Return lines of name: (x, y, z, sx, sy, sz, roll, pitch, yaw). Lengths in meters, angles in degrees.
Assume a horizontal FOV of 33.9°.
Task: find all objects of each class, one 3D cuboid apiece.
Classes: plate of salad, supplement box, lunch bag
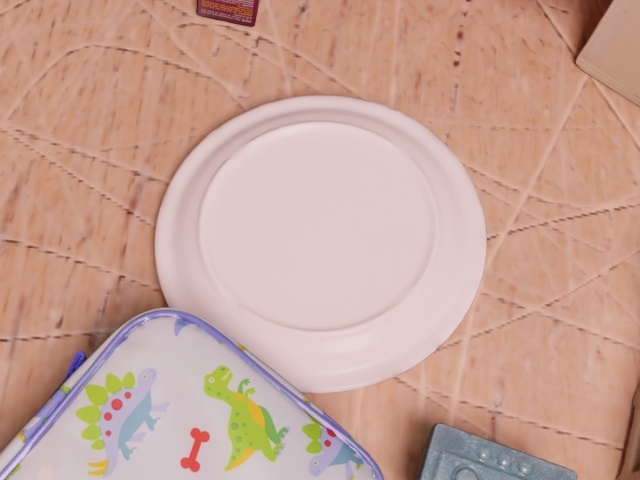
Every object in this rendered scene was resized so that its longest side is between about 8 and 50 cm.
plate of salad: (0.000, 0.000, 0.639, 0.199, 0.048, 0.200, -1, 63, 2)
supplement box: (-0.056, -0.190, 0.696, 0.043, 0.083, 0.055, 11, 64, -3)
lunch bag: (-0.088, 0.154, 0.525, 0.176, 0.090, 0.219, 37, 71, 5)

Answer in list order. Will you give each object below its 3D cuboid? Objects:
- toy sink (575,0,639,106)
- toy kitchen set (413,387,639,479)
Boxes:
toy sink: (0.324, -0.141, 0.708, 0.234, 0.131, 0.153, 35, 65, 7)
toy kitchen set: (0.158, 0.073, 0.588, 0.166, 0.122, 0.207, 20, 64, 1)
